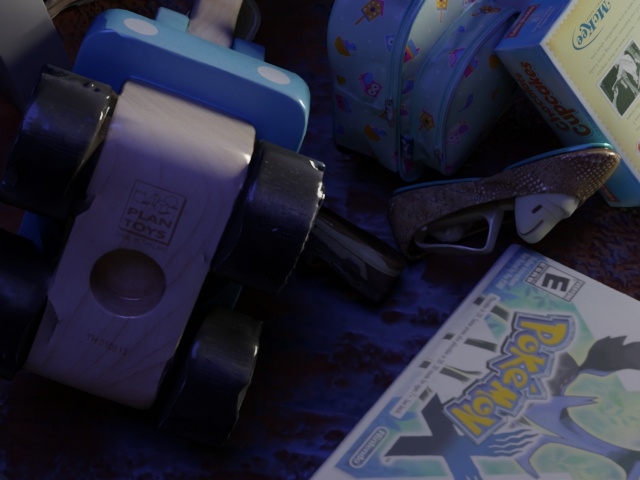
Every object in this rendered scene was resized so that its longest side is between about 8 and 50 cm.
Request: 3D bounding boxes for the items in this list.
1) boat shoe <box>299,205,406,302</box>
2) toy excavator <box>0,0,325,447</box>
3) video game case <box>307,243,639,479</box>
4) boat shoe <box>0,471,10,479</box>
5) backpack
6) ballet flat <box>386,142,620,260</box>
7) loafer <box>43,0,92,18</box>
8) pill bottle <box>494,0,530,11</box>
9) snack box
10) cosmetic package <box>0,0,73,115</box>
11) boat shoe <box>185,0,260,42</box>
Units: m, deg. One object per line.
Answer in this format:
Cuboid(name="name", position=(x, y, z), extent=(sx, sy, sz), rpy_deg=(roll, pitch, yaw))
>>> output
Cuboid(name="boat shoe", position=(0.000, 0.000, 1.380), extent=(0.152, 0.056, 0.049), rpy_deg=(32, 101, 29))
Cuboid(name="toy excavator", position=(-0.111, -0.123, 1.344), extent=(0.222, 0.432, 0.445), rpy_deg=(19, 25, -9))
Cuboid(name="video game case", position=(0.190, 0.163, 1.211), extent=(0.300, 0.036, 0.329), rpy_deg=(27, 48, 22))
Cuboid(name="boat shoe", position=(-0.246, 0.228, 1.282), extent=(0.137, 0.049, 0.043), rpy_deg=(48, 114, 29))
Cuboid(name="backpack", position=(0.086, -0.158, 1.370), extent=(0.144, 0.188, 0.166), rpy_deg=(23, 56, 32))
Cuboid(name="ballet flat", position=(0.150, -0.024, 1.345), extent=(0.206, 0.073, 0.067), rpy_deg=(-15, 66, 31))
Cuboid(name="loafer", position=(-0.260, -0.235, 1.568), extent=(0.125, 0.039, 0.045), rpy_deg=(-26, 58, -8))
Cuboid(name="pill bottle", position=(0.164, -0.248, 1.469), extent=(0.121, 0.121, 0.216), rpy_deg=(-35, 60, -13))
Cuboid(name="snack box", position=(0.295, -0.206, 1.391), extent=(0.060, 0.187, 0.322), rpy_deg=(3, 50, 55))
Cuboid(name="cosmetic package", position=(-0.278, -0.197, 1.430), extent=(0.060, 0.239, 0.099), rpy_deg=(-35, 60, -11))
Cuboid(name="boat shoe", position=(-0.142, -0.132, 1.475), extent=(0.081, 0.069, 0.228), rpy_deg=(45, 72, -2))
